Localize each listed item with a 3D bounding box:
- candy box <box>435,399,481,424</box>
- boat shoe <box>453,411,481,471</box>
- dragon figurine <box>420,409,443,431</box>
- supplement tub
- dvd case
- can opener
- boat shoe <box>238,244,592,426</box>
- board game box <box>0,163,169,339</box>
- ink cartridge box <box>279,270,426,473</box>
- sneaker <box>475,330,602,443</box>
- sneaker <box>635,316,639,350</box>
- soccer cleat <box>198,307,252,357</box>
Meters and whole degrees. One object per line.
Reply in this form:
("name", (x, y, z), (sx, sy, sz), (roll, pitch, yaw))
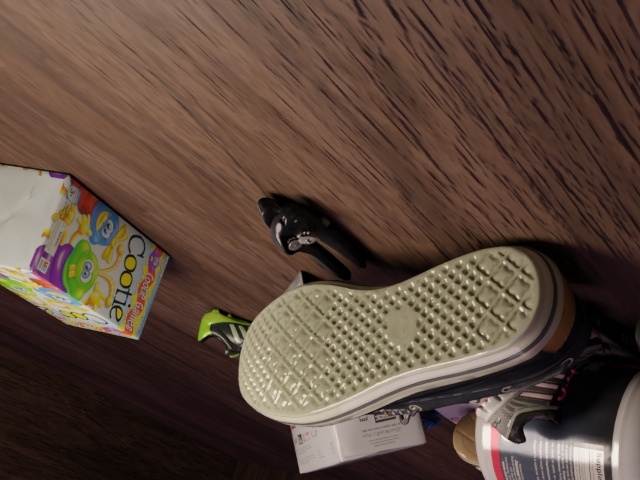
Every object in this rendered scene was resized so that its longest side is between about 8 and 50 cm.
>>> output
("candy box", (0.278, 0.231, 1.620), (0.196, 0.070, 0.165), (-8, 151, 33))
("boat shoe", (0.332, 0.310, 1.574), (0.285, 0.103, 0.092), (7, 160, 10))
("dragon figurine", (0.166, 0.264, 1.860), (0.289, 0.085, 0.144), (18, 163, 5))
("supplement tub", (0.346, 0.244, 1.346), (0.272, 0.191, 0.191), (1, 156, 40))
("dvd case", (0.338, 0.141, 1.411), (0.238, 0.030, 0.179), (30, 159, -34))
("can opener", (0.000, 0.000, 1.307), (0.059, 0.073, 0.186), (-35, 140, 21))
("boat shoe", (0.094, 0.128, 1.306), (0.500, 0.187, 0.156), (-18, 149, 40))
("board game box", (-0.358, 0.022, 1.563), (0.142, 0.144, 0.275), (9, 161, 26))
("ink cartridge box", (0.028, 0.195, 1.643), (0.130, 0.272, 0.309), (-10, 168, -14))
("sneaker", (0.266, 0.173, 1.273), (0.075, 0.170, 0.063), (52, -178, 15))
("sneaker", (0.461, 0.150, 1.203), (0.283, 0.107, 0.124), (20, 168, -6))
("soccer cleat", (-0.125, 0.175, 1.904), (0.179, 0.072, 0.060), (17, 162, 5))
